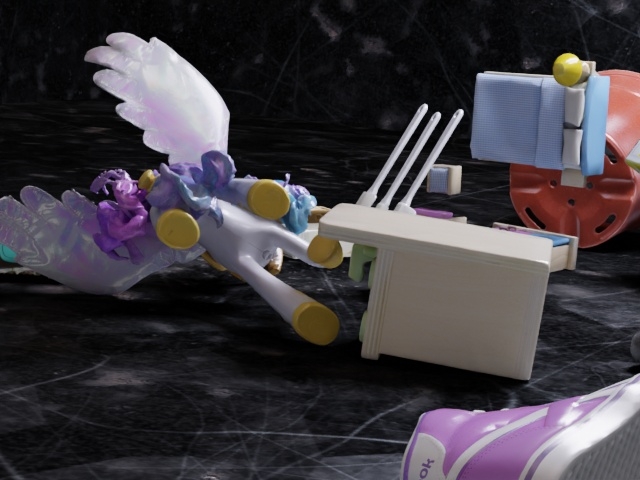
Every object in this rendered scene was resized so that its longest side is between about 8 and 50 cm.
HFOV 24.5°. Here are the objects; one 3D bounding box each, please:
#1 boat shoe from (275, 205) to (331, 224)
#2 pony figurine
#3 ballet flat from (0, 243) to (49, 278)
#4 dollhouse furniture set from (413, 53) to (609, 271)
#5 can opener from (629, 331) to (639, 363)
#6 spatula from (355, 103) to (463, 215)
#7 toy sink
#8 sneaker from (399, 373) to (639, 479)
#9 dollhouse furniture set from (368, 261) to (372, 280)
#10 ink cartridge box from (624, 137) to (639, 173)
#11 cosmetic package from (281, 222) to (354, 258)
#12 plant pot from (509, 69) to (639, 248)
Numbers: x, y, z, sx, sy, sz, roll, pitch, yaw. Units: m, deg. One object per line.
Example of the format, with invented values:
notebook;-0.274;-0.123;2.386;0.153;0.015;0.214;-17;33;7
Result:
boat shoe;-0.036;-0.025;2.141;0.170;0.063;0.059;9;1;13
pony figurine;-0.147;-0.031;1.638;0.351;0.303;0.363;35;-5;-21
ballet flat;-0.388;0.012;1.749;0.241;0.091;0.077;7;-21;-8
dollhouse furniture set;0.220;-0.117;2.045;0.286;0.303;0.198;11;11;37
can opener;0.458;0.125;1.477;0.283;0.076;0.095;10;-21;33
spatula;0.119;-0.089;2.117;0.019;0.242;0.168;35;-6;-22
toy sink;0.112;0.053;1.510;0.234;0.131;0.153;10;10;8
sneaker;0.166;0.145;1.082;0.161;0.102;0.282;8;10;38
dollhouse furniture set;0.116;0.040;1.776;0.114;0.091;0.081;7;25;1
ink cartridge box;0.577;-0.023;1.931;0.303;0.072;0.307;37;5;-11
cosmetic package;0.000;0.000;2.042;0.115;0.041;0.060;-1;10;-30
plant pot;0.435;-0.117;2.337;0.272;0.272;0.265;9;18;25
